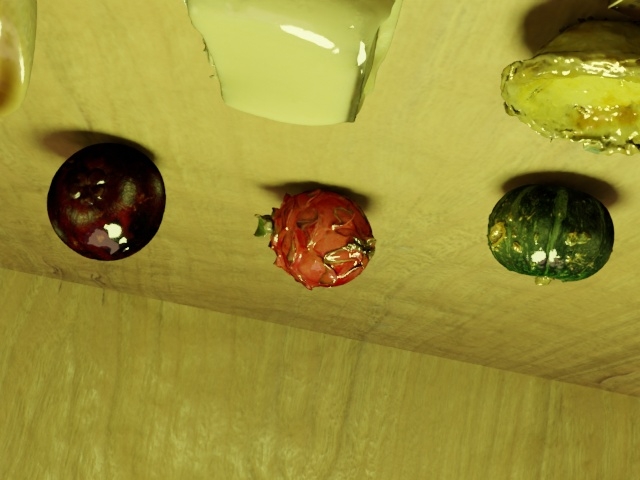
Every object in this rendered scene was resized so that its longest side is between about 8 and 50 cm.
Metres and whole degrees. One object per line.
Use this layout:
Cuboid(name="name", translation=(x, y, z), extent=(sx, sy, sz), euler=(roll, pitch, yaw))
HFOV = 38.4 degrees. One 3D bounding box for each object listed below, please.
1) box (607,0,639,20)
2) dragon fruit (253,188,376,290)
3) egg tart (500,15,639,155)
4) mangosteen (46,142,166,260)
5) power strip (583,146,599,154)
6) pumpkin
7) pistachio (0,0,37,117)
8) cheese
Cuboid(name="box", translation=(0.342, -0.215, 0.831), extent=(0.133, 0.023, 0.090), euler=(16, 165, -17))
Cuboid(name="dragon fruit", translation=(0.000, 0.000, 1.550), extent=(0.210, 0.172, 0.172), euler=(20, 169, 25))
Cuboid(name="egg tart", translation=(0.289, -0.159, 0.937), extent=(0.213, 0.090, 0.212), euler=(10, 164, 3))
Cuboid(name="mangosteen", translation=(-0.348, -0.061, 1.521), extent=(0.210, 0.209, 0.210), euler=(10, 164, 3))
Cuboid(name="power strip", translation=(0.356, -0.126, 1.145), extent=(0.027, 0.017, 0.083), euler=(16, 162, -12))
Cuboid(name="pumpkin", translation=(0.333, -0.008, 1.337), extent=(0.190, 0.146, 0.190), euler=(11, 162, 3))
Cuboid(name="pistachio", translation=(-0.386, -0.231, 0.740), extent=(0.365, 0.281, 0.445), euler=(45, 153, 2))
Cuboid(name="cheese", translation=(-0.043, -0.214, 0.909), extent=(0.233, 0.127, 0.266), euler=(13, 162, 3))
